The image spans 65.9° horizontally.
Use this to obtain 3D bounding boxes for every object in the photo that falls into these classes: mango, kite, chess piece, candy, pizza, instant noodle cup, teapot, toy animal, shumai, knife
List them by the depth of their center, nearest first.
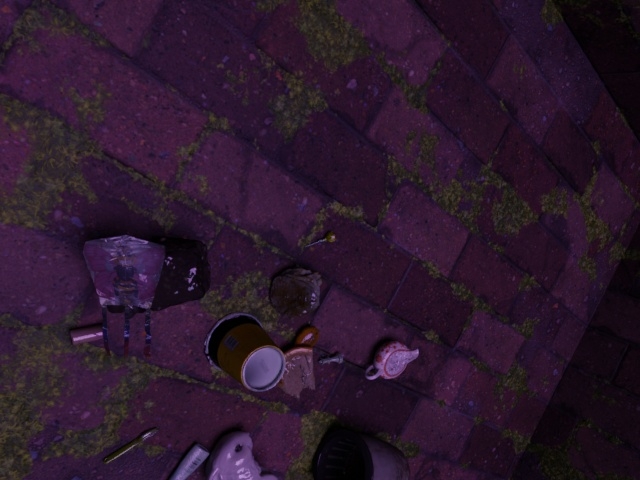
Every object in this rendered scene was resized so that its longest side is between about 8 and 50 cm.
[{"bbox_3d":[-0.501,0.155,1.283,0.205,0.022,0.359,2,110,-4],"label":"kite"},{"bbox_3d":[-0.589,0.638,1.543,0.184,0.022,0.026,-29,142,-24],"label":"knife"},{"bbox_3d":[-0.230,0.361,1.568,0.216,0.236,0.215,-7,105,-30],"label":"instant noodle cup"},{"bbox_3d":[-0.076,0.174,1.703,0.142,0.184,0.183,-16,115,-61],"label":"shumai"},{"bbox_3d":[-0.284,0.846,1.718,0.258,0.194,0.357,-25,101,1],"label":"toy animal"},{"bbox_3d":[0.000,0.000,1.743,0.123,0.035,0.035,-19,125,-17],"label":"candy"},{"bbox_3d":[-0.052,0.360,1.791,0.079,0.057,0.114,37,91,-38],"label":"mango"},{"bbox_3d":[-0.093,0.495,1.792,0.181,0.034,0.261,-19,121,-11],"label":"pizza"},{"bbox_3d":[0.036,0.454,1.884,0.093,0.042,0.042,-4,105,-24],"label":"chess piece"},{"bbox_3d":[0.276,0.489,2.003,0.246,0.116,0.159,-33,131,-24],"label":"teapot"}]

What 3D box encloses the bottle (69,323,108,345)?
[{"bbox_3d":[-0.649,0.264,1.387,0.097,0.045,0.045,-8,107,-32],"label":"bottle"}]

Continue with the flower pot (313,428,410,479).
[{"bbox_3d":[0.183,0.913,1.964,0.330,0.294,0.293,25,89,-42],"label":"flower pot"}]

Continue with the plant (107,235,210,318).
[{"bbox_3d":[-0.454,0.091,1.375,0.277,0.188,0.198,-7,110,-3],"label":"plant"}]

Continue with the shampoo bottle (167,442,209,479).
[{"bbox_3d":[-0.459,0.771,1.651,0.190,0.041,0.069,-47,128,-12],"label":"shampoo bottle"}]
